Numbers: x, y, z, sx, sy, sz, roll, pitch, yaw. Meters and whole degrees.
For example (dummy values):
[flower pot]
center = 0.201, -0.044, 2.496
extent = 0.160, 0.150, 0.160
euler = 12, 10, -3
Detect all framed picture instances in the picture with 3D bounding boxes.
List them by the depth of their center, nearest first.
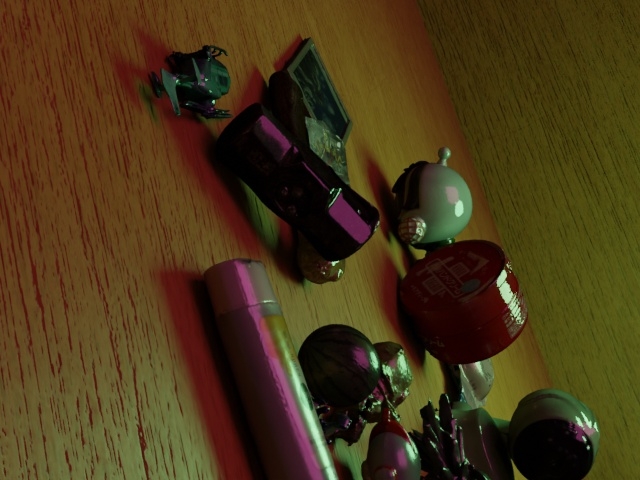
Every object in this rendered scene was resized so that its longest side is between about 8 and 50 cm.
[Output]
[framed picture]
center = -0.002, -0.270, 1.783
extent = 0.209, 0.019, 0.281
euler = 61, 19, -19

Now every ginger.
[ginger]
center = 0.000, -0.002, 1.386
extent = 0.190, 0.068, 0.095
euler = -90, 155, -52

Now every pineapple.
[pineapple]
center = 0.221, 0.414, 1.398
extent = 0.165, 0.165, 0.365
euler = 23, 45, -65

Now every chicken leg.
[chicken leg]
center = 0.070, 0.224, 1.302
extent = 0.228, 0.088, 0.103
euler = -55, 146, -57

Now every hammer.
[hammer]
center = -0.045, -0.149, 1.389
extent = 0.242, 0.095, 0.409
euler = 40, 18, -24

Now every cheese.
[cheese]
center = 0.311, 0.282, 1.934
extent = 0.189, 0.074, 0.286
euler = 58, 24, -25

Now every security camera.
[security camera]
center = 0.350, 0.361, 1.618
extent = 0.197, 0.277, 0.191
euler = 65, 17, -10

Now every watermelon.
[watermelon]
center = 0.032, 0.170, 1.201
extent = 0.133, 0.105, 0.105
euler = 45, 25, -19

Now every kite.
[kite]
center = 0.026, -0.103, 1.638
extent = 0.141, 0.015, 0.245
euler = 20, 52, -53

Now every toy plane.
[toy plane]
center = -0.161, -0.202, 1.195
extent = 0.235, 0.060, 0.096
euler = -22, 102, -76

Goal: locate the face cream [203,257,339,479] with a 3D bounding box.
[face cream]
center = -0.059, 0.152, 1.035
extent = 0.107, 0.073, 0.269
euler = 30, 39, -74

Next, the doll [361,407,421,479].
[doll]
center = 0.103, 0.342, 1.232
extent = 0.142, 0.076, 0.245
euler = -32, 110, -72

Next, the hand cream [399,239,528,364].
[hand cream]
center = 0.279, 0.118, 1.794
extent = 0.149, 0.230, 0.230
euler = 58, 20, -27

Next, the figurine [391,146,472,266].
[figurine]
center = 0.256, -0.008, 1.987
extent = 0.281, 0.167, 0.370
euler = -4, 81, -67

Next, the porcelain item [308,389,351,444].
[porcelain item]
center = 0.003, 0.227, 1.110
extent = 0.021, 0.075, 0.136
euler = 53, 22, -40
